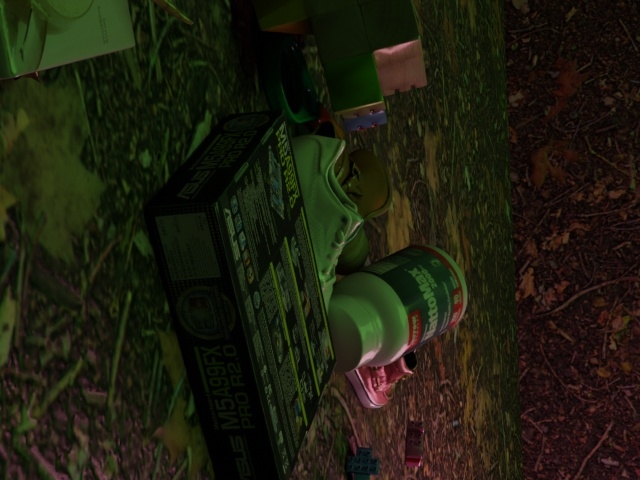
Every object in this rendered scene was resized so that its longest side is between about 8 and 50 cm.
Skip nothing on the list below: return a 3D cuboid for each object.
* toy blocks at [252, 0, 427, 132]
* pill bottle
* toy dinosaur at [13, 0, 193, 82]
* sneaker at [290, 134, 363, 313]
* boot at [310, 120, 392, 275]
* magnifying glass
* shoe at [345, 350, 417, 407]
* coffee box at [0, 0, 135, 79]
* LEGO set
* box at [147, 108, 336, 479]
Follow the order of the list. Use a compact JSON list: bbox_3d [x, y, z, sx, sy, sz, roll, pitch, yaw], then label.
[{"bbox_3d":[0.031,-0.287,1.213,0.261,0.190,0.382,53,23,-78],"label":"toy blocks"},{"bbox_3d":[0.071,0.078,1.271,0.180,0.108,0.108,-24,111,-45],"label":"pill bottle"},{"bbox_3d":[-0.155,-0.170,0.763,0.211,0.064,0.112,-51,153,-54],"label":"toy dinosaur"},{"bbox_3d":[0.000,0.000,1.153,0.080,0.094,0.212,-29,113,-74],"label":"sneaker"},{"bbox_3d":[0.025,-0.078,1.305,0.197,0.073,0.152,-81,155,-45],"label":"boot"},{"bbox_3d":[-0.017,-0.151,1.269,0.231,0.026,0.092,40,48,-65],"label":"magnifying glass"},{"bbox_3d":[0.082,0.158,1.412,0.178,0.081,0.064,59,31,-57],"label":"shoe"},{"bbox_3d":[-0.183,-0.206,0.575,0.141,0.098,0.247,-44,128,-69],"label":"coffee box"},{"bbox_3d":[0.069,0.298,1.313,0.093,0.087,0.227,89,7,-55],"label":"LEGO set"},{"bbox_3d":[-0.058,0.048,1.006,0.216,0.060,0.270,-65,147,-61],"label":"box"}]
